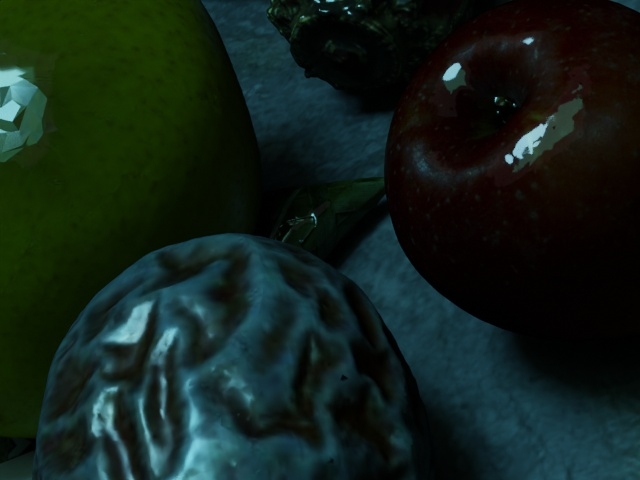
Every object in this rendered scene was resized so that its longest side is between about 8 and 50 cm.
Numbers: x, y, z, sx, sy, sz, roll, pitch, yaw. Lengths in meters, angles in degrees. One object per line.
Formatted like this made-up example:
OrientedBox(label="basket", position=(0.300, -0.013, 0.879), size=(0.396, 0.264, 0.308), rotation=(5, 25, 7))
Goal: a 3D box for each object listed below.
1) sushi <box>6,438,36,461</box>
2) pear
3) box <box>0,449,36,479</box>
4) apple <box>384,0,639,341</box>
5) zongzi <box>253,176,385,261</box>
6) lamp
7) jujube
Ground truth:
OrientedBox(label="sushi", position=(-0.182, 0.048, 1.148), size=(0.220, 0.047, 0.231), rotation=(-23, 42, 19))
OrientedBox(label="pear", position=(-0.221, -0.054, 0.991), size=(0.340, 0.191, 0.386), rotation=(10, 75, 7))
OrientedBox(label="box", position=(-0.243, 0.261, 0.982), size=(0.343, 0.065, 0.200), rotation=(-23, 42, 19))
OrientedBox(label="apple", position=(0.155, -0.044, 0.854), size=(0.218, 0.201, 0.218), rotation=(-22, 45, 23))
OrientedBox(label="zongzi", position=(0.000, 0.000, 1.049), size=(0.119, 0.055, 0.109), rotation=(-11, 47, 23))
OrientedBox(label="lamp", position=(0.060, -0.257, 1.160), size=(0.177, 0.177, 0.274), rotation=(-5, 48, 35))
OrientedBox(label="jujube", position=(-0.052, 0.145, 0.800), size=(0.246, 0.215, 0.308), rotation=(-8, 45, -10))
